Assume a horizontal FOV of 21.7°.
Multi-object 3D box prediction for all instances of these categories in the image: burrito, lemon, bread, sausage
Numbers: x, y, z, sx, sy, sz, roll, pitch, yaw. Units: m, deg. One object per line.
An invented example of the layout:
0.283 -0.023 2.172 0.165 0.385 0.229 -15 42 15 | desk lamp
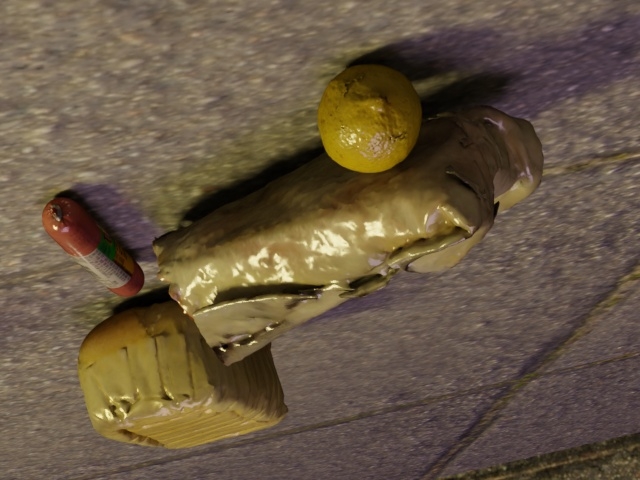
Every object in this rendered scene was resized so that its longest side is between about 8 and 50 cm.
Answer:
-0.009 0.003 1.092 0.347 0.107 0.175 -23 180 42 | burrito
0.028 -0.070 0.967 0.062 0.062 0.083 -11 167 -11 | lemon
-0.115 0.113 1.422 0.140 0.106 0.236 -18 165 11 | bread
-0.154 0.008 1.149 0.029 0.029 0.223 -15 165 3 | sausage
